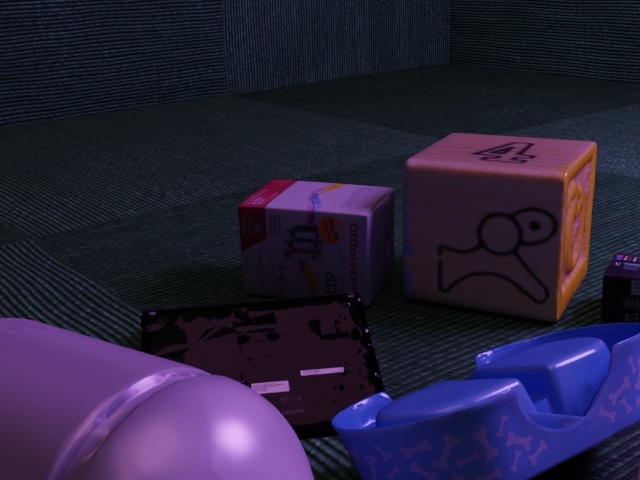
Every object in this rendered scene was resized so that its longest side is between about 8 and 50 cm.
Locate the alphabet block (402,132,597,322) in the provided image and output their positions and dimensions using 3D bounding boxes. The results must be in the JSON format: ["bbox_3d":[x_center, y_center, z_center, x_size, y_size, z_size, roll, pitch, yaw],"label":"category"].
[{"bbox_3d":[0.230,-0.026,1.082,0.197,0.192,0.193,9,23,26],"label":"alphabet block"}]

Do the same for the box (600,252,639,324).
[{"bbox_3d":[0.370,0.057,1.017,0.052,0.062,0.083,7,20,27],"label":"box"}]

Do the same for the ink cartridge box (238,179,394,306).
[{"bbox_3d":[0.000,0.000,1.118,0.176,0.128,0.127,4,20,19],"label":"ink cartridge box"}]

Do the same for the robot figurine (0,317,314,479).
[{"bbox_3d":[-0.150,0.165,0.537,0.354,0.199,0.300,10,7,30],"label":"robot figurine"}]

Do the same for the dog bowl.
[{"bbox_3d":[0.151,0.142,0.704,0.297,0.074,0.166,-14,-2,-32],"label":"dog bowl"}]

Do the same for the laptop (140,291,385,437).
[{"bbox_3d":[-0.068,0.134,0.912,0.234,0.136,0.264,-5,45,-8],"label":"laptop"}]

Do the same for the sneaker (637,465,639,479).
[{"bbox_3d":[0.370,0.189,0.593,0.292,0.110,0.118,1,25,34],"label":"sneaker"}]
